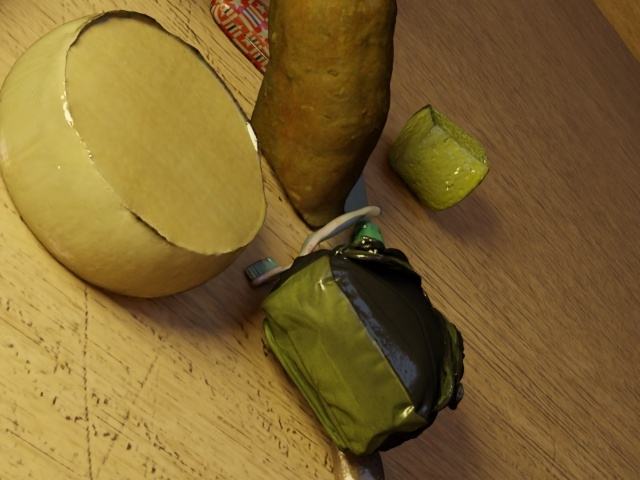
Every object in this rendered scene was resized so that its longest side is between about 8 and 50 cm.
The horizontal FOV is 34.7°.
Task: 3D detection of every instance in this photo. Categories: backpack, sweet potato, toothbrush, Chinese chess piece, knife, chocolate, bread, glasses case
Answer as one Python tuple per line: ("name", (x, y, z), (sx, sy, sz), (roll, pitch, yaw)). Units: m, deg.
("backpack", (0.055, 0.089, 1.020), (0.207, 0.140, 0.253), (58, 19, 0))
("sweet potato", (0.010, -0.197, 1.100), (0.158, 0.369, 0.158), (9, 34, -6))
("toothbrush", (0.000, 0.000, 1.114), (0.027, 0.021, 0.269), (59, 35, 1))
("Chinese chess piece", (-0.157, -0.074, 0.878), (0.250, 0.103, 0.249), (37, 37, -35))
("knife", (0.044, -0.032, 1.236), (0.063, 0.034, 0.260), (20, 40, -33))
("chocolate", (0.041, 0.234, 0.982), (0.064, 0.031, 0.100), (27, 44, -38))
("bread", (0.158, -0.109, 1.392), (0.114, 0.111, 0.129), (43, 15, -19))
("glasses case", (-0.052, -0.233, 1.236), (0.194, 0.049, 0.073), (44, 32, -26))
